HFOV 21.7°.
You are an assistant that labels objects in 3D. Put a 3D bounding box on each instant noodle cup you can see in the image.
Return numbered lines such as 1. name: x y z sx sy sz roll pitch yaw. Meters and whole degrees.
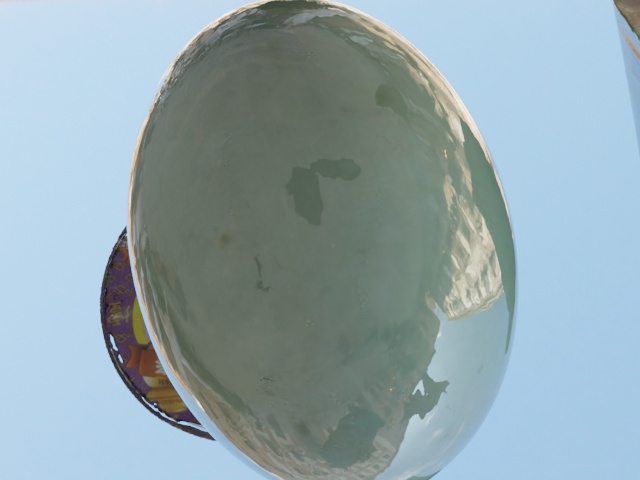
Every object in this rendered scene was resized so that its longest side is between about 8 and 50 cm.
1. instant noodle cup: -0.058 0.098 1.915 0.340 0.266 0.339 -3 -110 8

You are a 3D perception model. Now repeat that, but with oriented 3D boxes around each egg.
1. egg: 0.000 0.000 1.206 0.276 0.276 0.388 -27 -116 23

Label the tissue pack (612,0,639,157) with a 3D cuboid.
1. tissue pack: 0.374 -0.091 1.388 0.200 0.274 0.167 -19 -140 0
